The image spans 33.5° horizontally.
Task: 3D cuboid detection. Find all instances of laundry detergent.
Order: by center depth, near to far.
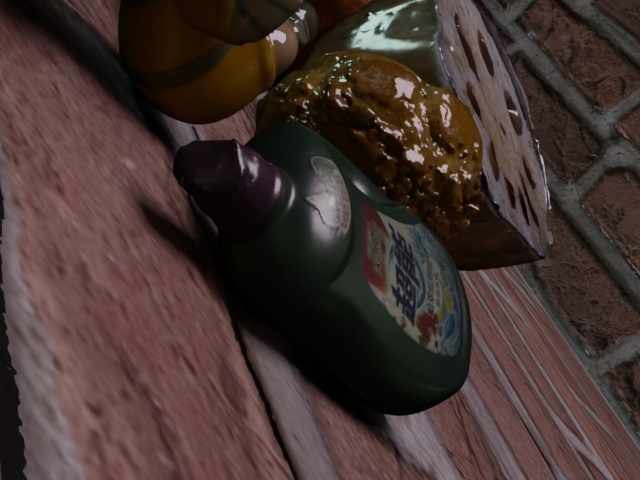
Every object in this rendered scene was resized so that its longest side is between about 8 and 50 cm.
[{"bbox_3d":[0.000,0.000,0.565,0.222,0.078,0.144,40,34,-44],"label":"laundry detergent"}]

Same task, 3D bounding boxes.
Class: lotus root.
[{"bbox_3d":[0.089,-0.086,0.957,0.272,0.192,0.272,-18,90,-74],"label":"lotus root"}]

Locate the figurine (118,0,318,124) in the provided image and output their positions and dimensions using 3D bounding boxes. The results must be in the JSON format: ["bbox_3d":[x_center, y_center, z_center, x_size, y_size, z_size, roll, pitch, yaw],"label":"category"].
[{"bbox_3d":[-0.095,-0.180,0.547,0.192,0.167,0.256,45,-22,52],"label":"figurine"}]

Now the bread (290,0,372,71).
[{"bbox_3d":[0.044,-0.241,1.181,0.295,0.114,0.327,18,20,-27],"label":"bread"}]

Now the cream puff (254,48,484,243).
[{"bbox_3d":[0.030,-0.048,0.715,0.150,0.165,0.115,95,14,-49],"label":"cream puff"}]

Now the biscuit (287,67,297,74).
[{"bbox_3d":[-0.003,-0.223,1.387,0.147,0.046,0.250,44,14,-38],"label":"biscuit"}]
